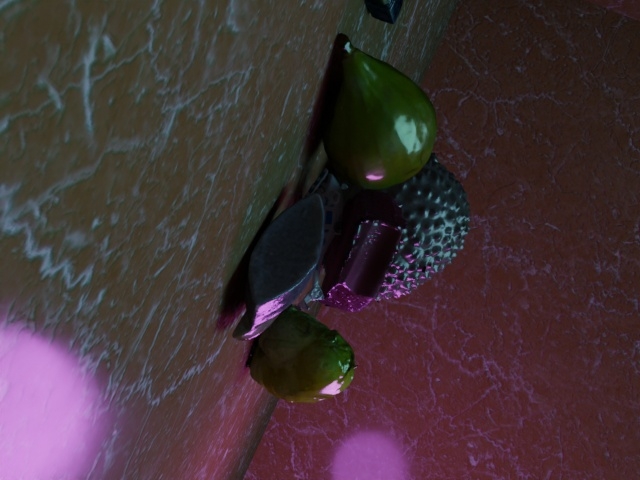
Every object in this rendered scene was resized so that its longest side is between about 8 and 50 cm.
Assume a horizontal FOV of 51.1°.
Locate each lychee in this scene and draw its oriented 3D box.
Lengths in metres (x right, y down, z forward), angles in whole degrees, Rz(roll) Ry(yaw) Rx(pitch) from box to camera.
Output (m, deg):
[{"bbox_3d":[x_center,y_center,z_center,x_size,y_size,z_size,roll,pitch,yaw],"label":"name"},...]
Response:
[{"bbox_3d":[0.168,-0.056,1.666,0.432,0.380,0.380,-57,172,-12],"label":"lychee"}]

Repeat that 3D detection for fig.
[{"bbox_3d":[0.081,-0.215,1.232,0.314,0.233,0.233,11,104,-55],"label":"fig"}]

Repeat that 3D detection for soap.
[{"bbox_3d":[0.078,0.034,1.402,0.182,0.112,0.289,-84,-167,-57],"label":"soap"}]

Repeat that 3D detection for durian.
[{"bbox_3d":[-0.051,0.293,1.670,0.204,0.340,0.255,-41,137,-29],"label":"durian"}]

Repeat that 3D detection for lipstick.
[{"bbox_3d":[0.099,-0.430,1.123,0.051,0.051,0.312,-66,172,8],"label":"lipstick"}]

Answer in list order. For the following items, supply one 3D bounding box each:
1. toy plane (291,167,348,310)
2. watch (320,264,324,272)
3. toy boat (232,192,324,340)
[{"bbox_3d":[0.004,0.002,1.351,0.182,0.107,0.273,143,-54,-64],"label":"toy plane"},{"bbox_3d":[0.040,-0.027,2.011,0.164,0.102,0.268,-64,-179,-38],"label":"watch"},{"bbox_3d":[-0.080,0.077,1.219,0.276,0.111,0.293,-62,176,-45],"label":"toy boat"}]
